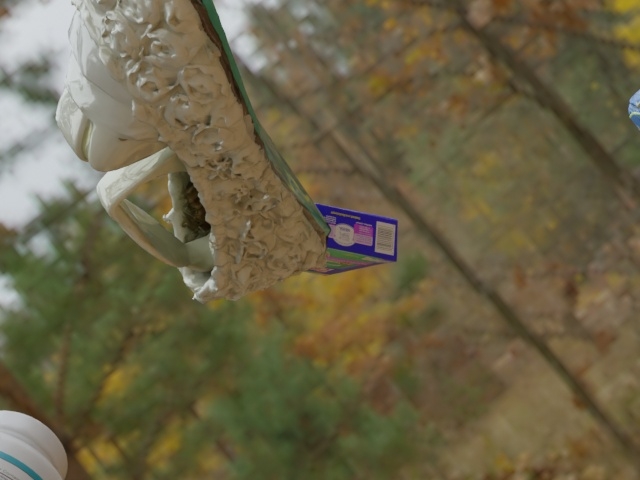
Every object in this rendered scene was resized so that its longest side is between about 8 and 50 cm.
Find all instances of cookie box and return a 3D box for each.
[{"bbox_3d":[0.000,0.000,1.614,0.091,0.040,0.107,11,-13,-33],"label":"cookie box"}]

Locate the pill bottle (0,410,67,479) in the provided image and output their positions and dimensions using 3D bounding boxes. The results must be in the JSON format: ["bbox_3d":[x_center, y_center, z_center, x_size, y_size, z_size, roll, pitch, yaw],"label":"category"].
[{"bbox_3d":[-0.282,0.245,1.445,0.146,0.146,0.264,-42,13,31],"label":"pill bottle"}]

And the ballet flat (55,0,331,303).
[{"bbox_3d":[-0.095,-0.067,1.227,0.147,0.147,0.409,-38,-32,-8],"label":"ballet flat"}]

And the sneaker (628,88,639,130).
[{"bbox_3d":[0.273,-0.099,1.327,0.126,0.091,0.240,-45,-9,27],"label":"sneaker"}]
